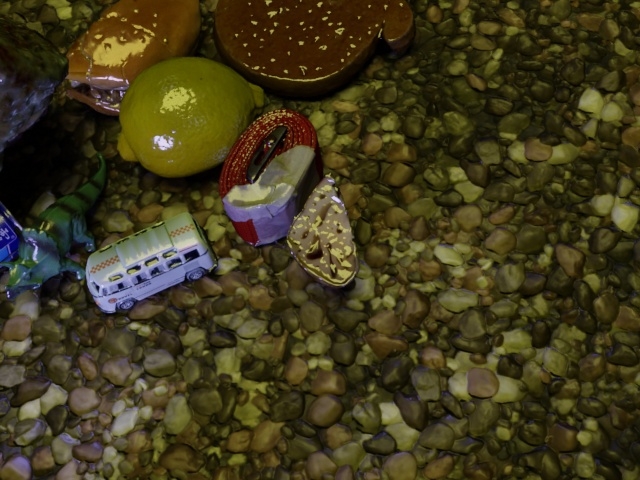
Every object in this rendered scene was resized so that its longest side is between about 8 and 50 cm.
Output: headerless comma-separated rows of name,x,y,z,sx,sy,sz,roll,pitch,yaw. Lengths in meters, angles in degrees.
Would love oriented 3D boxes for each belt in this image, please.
belt,-0.074,-0.102,1.447,0.128,0.124,0.201,18,64,17

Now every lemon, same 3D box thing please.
lemon,-0.203,-0.195,1.482,0.248,0.184,0.184,-22,61,-5

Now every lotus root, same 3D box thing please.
lotus root,0.003,0.000,1.380,0.095,0.135,0.159,-10,74,2

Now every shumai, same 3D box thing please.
shumai,-0.571,-0.183,1.378,0.395,0.395,0.348,21,102,17

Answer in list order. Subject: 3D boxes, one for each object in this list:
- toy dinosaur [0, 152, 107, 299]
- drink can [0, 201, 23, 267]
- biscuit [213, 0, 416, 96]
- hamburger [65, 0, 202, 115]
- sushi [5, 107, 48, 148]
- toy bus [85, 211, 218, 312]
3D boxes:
toy dinosaur,-0.387,-0.012,1.463,0.079,0.120,0.292,9,38,23
drink can,-0.556,0.040,1.435,0.235,0.097,0.097,-40,64,-15
biscuit,0.005,-0.405,1.640,0.350,0.070,0.394,29,68,18
hamburger,-0.289,-0.324,1.583,0.156,0.144,0.283,31,66,20
sushi,-0.566,-0.253,1.584,0.241,0.107,0.161,39,76,10
toy bus,-0.256,0.031,1.411,0.193,0.089,0.087,-24,61,-6
